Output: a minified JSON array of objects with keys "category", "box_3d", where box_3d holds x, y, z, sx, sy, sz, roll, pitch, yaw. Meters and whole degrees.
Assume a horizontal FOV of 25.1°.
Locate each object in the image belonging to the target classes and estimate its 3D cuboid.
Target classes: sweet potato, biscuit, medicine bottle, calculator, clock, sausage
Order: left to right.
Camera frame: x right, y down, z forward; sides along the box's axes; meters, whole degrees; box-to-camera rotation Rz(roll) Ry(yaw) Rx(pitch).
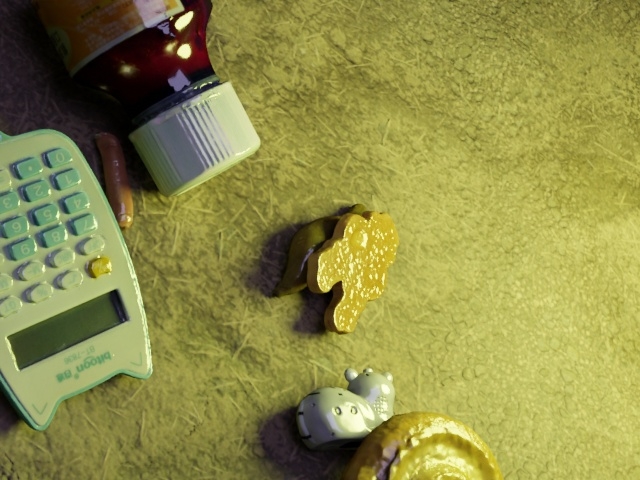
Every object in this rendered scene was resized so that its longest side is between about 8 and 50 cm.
[{"category":"calculator","box_3d":[-0.370,0.037,1.903,0.256,0.054,0.386,-25,103,-39]},{"category":"sausage","box_3d":[-0.299,-0.088,2.089,0.042,0.036,0.158,3,64,-40]},{"category":"medicine bottle","box_3d":[-0.243,-0.267,2.087,0.242,0.242,0.395,-29,88,-39]},{"category":"sweet potato","box_3d":[0.000,-0.003,2.225,0.249,0.059,0.069,-48,116,-43]},{"category":"clock","box_3d":[0.040,0.243,2.105,0.176,0.080,0.117,3,65,-32]},{"category":"biscuit","box_3d":[0.053,0.036,2.219,0.236,0.040,0.144,-49,129,-48]},{"category":"biscuit","box_3d":[0.154,0.392,2.045,0.296,0.102,0.296,5,82,-36]}]
